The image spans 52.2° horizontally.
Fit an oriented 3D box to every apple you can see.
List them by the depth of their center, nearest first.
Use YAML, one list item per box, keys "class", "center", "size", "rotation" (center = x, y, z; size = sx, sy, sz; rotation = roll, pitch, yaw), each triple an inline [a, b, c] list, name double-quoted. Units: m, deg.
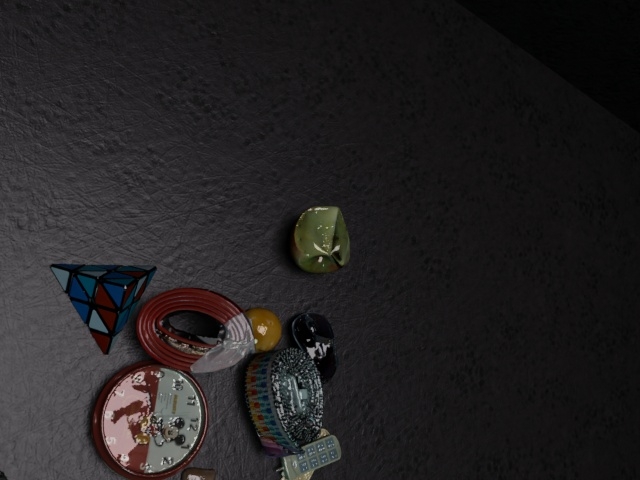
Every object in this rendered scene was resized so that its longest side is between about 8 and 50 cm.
- class: "apple"
  center: [0.000, 0.000, 2.059]
  size: [0.207, 0.174, 0.188]
  rotation: [16, 53, -25]

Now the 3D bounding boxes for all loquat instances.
- class: "loquat"
  center: [-0.186, 0.263, 1.916]
  size: [0.141, 0.141, 0.141]
  rotation: [6, 77, -29]

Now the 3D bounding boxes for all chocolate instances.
- class: "chocolate"
  center: [-0.335, 0.667, 1.814]
  size: [0.101, 0.031, 0.064]
  rotation: [15, 78, -28]

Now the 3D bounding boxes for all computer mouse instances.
- class: "computer mouse"
  center: [-0.017, 0.336, 2.024]
  size: [0.137, 0.096, 0.233]
  rotation: [-18, 91, -31]

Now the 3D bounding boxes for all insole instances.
- class: "insole"
  center: [-0.047, 0.682, 1.987]
  size: [0.081, 0.011, 0.248]
  rotation: [46, 61, -14]

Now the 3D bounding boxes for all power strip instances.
- class: "power strip"
  center: [-0.034, 0.656, 1.976]
  size: [0.227, 0.029, 0.079]
  rotation: [-13, 84, -30]

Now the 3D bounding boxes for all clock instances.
- class: "clock"
  center: [-0.452, 0.482, 1.756]
  size: [0.319, 0.080, 0.318]
  rotation: [10, 71, -31]

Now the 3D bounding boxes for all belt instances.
- class: "belt"
  center: [-0.329, 0.242, 1.784]
  size: [0.324, 0.115, 0.227]
  rotation: [11, 86, -4]
- class: "belt"
  center: [-0.108, 0.464, 1.915]
  size: [0.207, 0.161, 0.294]
  rotation: [-17, 91, -49]

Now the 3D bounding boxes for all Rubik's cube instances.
- class: "Rubik's cube"
  center: [-0.543, 0.198, 1.718]
  size: [0.284, 0.250, 0.234]
  rotation: [3, 98, -34]

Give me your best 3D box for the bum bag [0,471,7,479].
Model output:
- class: "bum bag"
  center: [-0.830, 0.528, 1.546]
  size: [0.087, 0.049, 0.197]
  rotation: [-40, 100, -35]
